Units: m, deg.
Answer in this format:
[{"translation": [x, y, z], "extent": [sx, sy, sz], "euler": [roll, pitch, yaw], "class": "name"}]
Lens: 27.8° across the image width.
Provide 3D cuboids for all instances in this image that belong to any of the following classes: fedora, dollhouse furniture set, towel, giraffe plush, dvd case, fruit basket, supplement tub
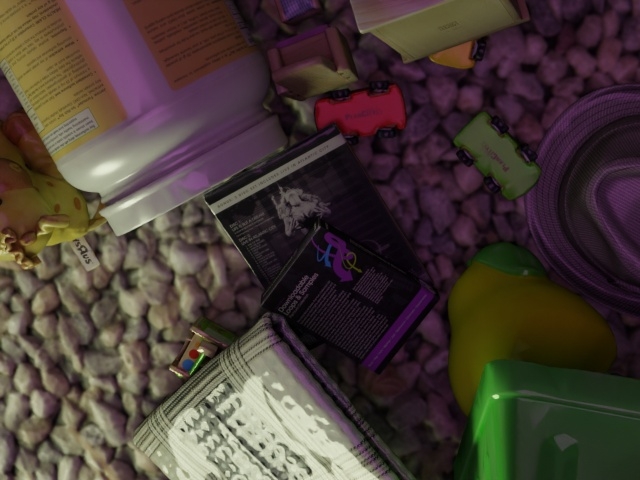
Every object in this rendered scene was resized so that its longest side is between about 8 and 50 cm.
[{"translation": [0.351, -0.029, 1.337], "extent": [0.275, 0.124, 0.243], "euler": [35, 102, -1], "class": "fedora"}, {"translation": [0.038, -0.332, 1.253], "extent": [0.286, 0.198, 0.303], "euler": [-18, 84, 15], "class": "dollhouse furniture set"}, {"translation": [-0.037, 0.271, 1.397], "extent": [0.324, 0.056, 0.312], "euler": [49, 132, 1], "class": "towel"}, {"translation": [-0.333, -0.034, 1.391], "extent": [0.210, 0.170, 0.181], "euler": [43, 102, -3], "class": "giraffe plush"}, {"translation": [0.000, 0.000, 1.408], "extent": [0.165, 0.018, 0.221], "euler": [-28, 113, 11], "class": "dvd case"}, {"translation": [0.254, 0.184, 1.319], "extent": [0.283, 0.392, 0.392], "euler": [10, 102, 5], "class": "fruit basket"}, {"translation": [-0.199, -0.197, 1.310], "extent": [0.241, 0.241, 0.331], "euler": [-27, 97, 11], "class": "supplement tub"}]

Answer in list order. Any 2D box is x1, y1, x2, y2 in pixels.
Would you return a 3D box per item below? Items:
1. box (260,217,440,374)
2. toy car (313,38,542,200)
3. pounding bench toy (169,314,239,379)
[{"translation": [0.032, 0.062, 1.413], "extent": [0.162, 0.029, 0.116], "euler": [31, 110, -17], "class": "box"}, {"translation": [0.143, -0.135, 1.378], "extent": [0.239, 0.053, 0.225], "euler": [-43, 94, 13], "class": "toy car"}, {"translation": [-0.134, 0.132, 1.444], "extent": [0.052, 0.083, 0.065], "euler": [30, 102, 0], "class": "pounding bench toy"}]
